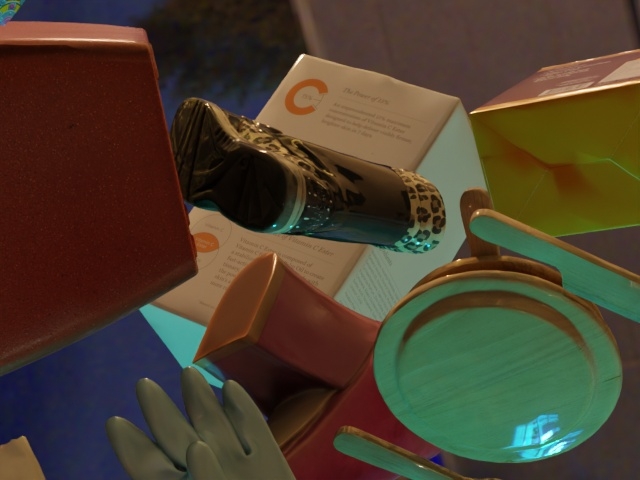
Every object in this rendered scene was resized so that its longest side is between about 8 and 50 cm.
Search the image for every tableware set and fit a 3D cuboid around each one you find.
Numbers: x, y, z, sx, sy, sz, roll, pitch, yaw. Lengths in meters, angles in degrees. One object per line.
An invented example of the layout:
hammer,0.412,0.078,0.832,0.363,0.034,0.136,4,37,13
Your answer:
tableware set,0.112,0.058,0.620,0.039,0.194,0.128,-74,11,-52

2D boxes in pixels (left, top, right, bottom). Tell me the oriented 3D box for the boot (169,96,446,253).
boot,-0.018,-0.050,1.500,0.236,0.178,0.085,35,111,56

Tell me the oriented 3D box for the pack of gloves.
pack of gloves,-0.071,0.183,0.835,0.232,0.195,0.046,60,155,7

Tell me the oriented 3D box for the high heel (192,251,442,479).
high heel,-0.026,0.196,0.982,0.181,0.127,0.377,38,-121,-22

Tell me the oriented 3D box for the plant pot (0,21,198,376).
plant pot,-0.229,-0.049,1.372,0.267,0.235,0.267,-125,23,-77

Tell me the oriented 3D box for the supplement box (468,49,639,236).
supplement box,0.274,-0.097,1.647,0.194,0.191,0.129,-33,-69,-57

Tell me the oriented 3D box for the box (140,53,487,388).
box,0.000,0.000,1.867,0.345,0.215,0.168,-56,-35,-21

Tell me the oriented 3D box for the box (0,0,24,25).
box,-0.226,-0.341,1.042,0.279,0.177,0.290,-56,-28,-15
